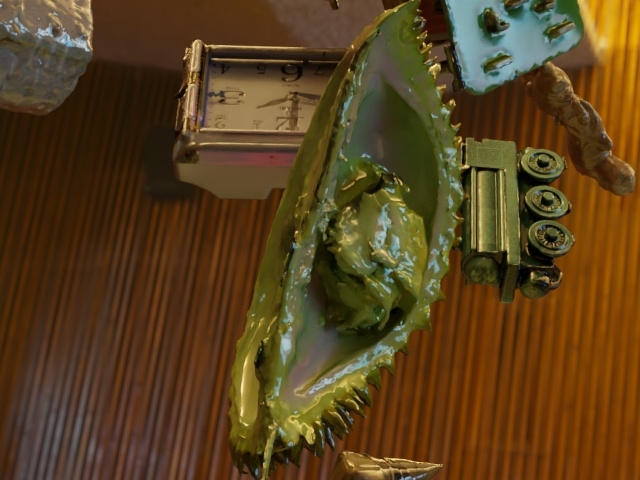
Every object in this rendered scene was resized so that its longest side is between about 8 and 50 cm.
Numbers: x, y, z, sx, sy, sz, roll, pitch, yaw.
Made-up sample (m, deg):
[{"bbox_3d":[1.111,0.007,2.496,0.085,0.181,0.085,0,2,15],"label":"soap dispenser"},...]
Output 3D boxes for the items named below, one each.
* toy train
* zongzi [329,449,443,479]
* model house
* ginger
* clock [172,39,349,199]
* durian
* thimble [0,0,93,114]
[{"bbox_3d":[0.165,-0.020,1.269,0.111,0.170,0.071,4,-43,1],"label":"toy train"},{"bbox_3d":[0.033,0.173,0.931,0.083,0.076,0.040,7,29,-42],"label":"zongzi"},{"bbox_3d":[0.130,-0.348,1.618,0.340,0.300,0.324,-29,20,-36],"label":"model house"},{"bbox_3d":[0.287,-0.142,1.658,0.193,0.052,0.176,49,1,29],"label":"ginger"},{"bbox_3d":[-0.029,-0.132,1.527,0.253,0.186,0.083,1,-42,0],"label":"clock"},{"bbox_3d":[0.002,0.006,1.047,0.158,0.355,0.169,13,-6,27],"label":"durian"},{"bbox_3d":[-0.192,-0.132,0.813,0.090,0.115,0.102,11,-59,-46],"label":"thimble"}]
